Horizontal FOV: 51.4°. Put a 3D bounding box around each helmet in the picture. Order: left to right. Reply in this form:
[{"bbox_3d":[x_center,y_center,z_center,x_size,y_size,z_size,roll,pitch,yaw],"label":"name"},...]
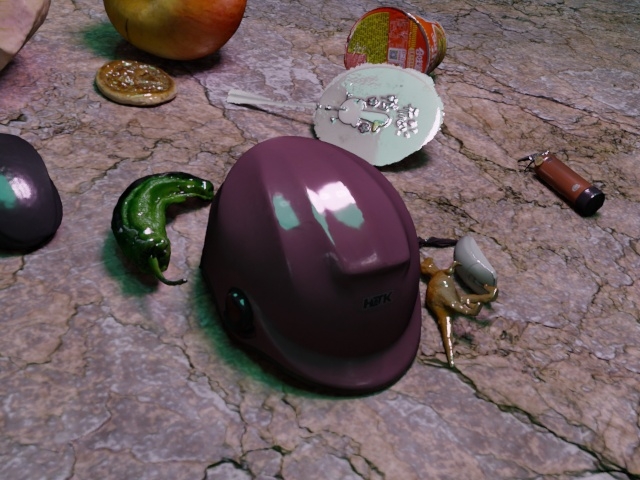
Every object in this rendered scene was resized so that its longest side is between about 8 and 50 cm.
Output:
[{"bbox_3d":[0.000,0.000,0.821,0.271,0.197,0.338,-10,41,-31],"label":"helmet"}]

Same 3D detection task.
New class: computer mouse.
[{"bbox_3d":[-0.447,-0.091,0.897,0.137,0.086,0.269,-23,48,-39],"label":"computer mouse"},{"bbox_3d":[0.215,0.040,0.944,0.032,0.056,0.110,-10,44,-16],"label":"computer mouse"}]

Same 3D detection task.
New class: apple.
[{"bbox_3d":[-0.285,-0.494,1.327,0.286,0.286,0.233,23,22,14],"label":"apple"}]

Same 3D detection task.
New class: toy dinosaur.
[{"bbox_3d":[0.159,0.087,0.892,0.126,0.039,0.162,14,53,39],"label":"toy dinosaur"}]

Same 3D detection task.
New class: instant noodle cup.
[{"bbox_3d":[0.179,-0.415,1.445,0.193,0.193,0.212,26,30,18],"label":"instant noodle cup"}]

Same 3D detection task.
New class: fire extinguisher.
[{"bbox_3d":[0.437,-0.113,1.219,0.062,0.050,0.177,-37,48,0],"label":"fire extinguisher"}]

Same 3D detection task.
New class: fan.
[{"bbox_3d":[0.019,-0.245,1.228,0.414,0.012,0.233,7,63,11],"label":"fan"}]

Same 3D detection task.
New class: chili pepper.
[{"bbox_3d":[-0.214,-0.018,0.885,0.122,0.065,0.279,6,33,-3],"label":"chili pepper"}]

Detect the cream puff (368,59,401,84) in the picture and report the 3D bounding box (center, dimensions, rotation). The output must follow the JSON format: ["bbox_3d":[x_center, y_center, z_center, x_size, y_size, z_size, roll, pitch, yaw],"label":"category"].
[{"bbox_3d":[0.129,-0.297,1.313,0.122,0.116,0.094,33,51,2],"label":"cream puff"}]

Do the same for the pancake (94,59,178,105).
[{"bbox_3d":[-0.343,-0.297,1.243,0.158,0.028,0.158,10,38,-8],"label":"pancake"}]

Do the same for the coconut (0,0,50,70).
[{"bbox_3d":[-0.642,-0.419,1.053,0.415,0.345,0.415,9,33,-6],"label":"coconut"}]

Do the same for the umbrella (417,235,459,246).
[{"bbox_3d":[0.170,0.001,1.016,0.122,0.013,0.022,-5,52,-23],"label":"umbrella"}]
